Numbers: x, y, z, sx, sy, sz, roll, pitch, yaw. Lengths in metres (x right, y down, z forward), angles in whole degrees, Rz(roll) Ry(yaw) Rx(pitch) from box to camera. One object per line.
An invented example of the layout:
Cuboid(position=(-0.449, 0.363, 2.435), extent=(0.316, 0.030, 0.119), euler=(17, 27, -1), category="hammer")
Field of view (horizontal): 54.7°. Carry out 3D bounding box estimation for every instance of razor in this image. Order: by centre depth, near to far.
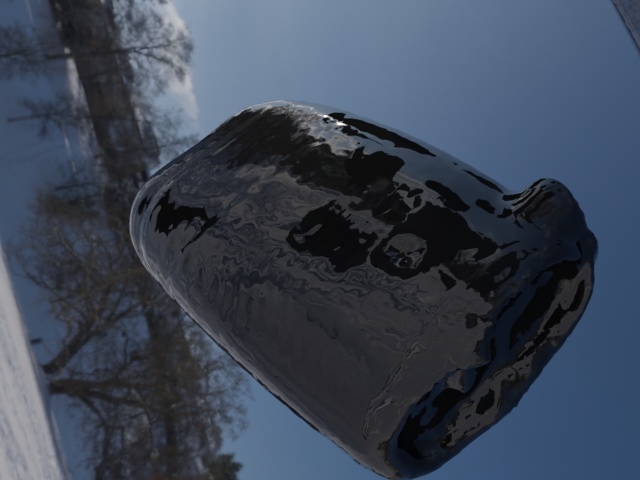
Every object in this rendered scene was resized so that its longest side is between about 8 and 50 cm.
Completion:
Cuboid(position=(-0.001, -0.001, 0.440), extent=(0.349, 0.204, 0.113), euler=(29, -23, 47), category="razor")

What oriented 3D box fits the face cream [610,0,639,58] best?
Cuboid(position=(0.431, -0.314, 0.792), extent=(0.136, 0.086, 0.385), euler=(-22, -69, 33), category="face cream")
